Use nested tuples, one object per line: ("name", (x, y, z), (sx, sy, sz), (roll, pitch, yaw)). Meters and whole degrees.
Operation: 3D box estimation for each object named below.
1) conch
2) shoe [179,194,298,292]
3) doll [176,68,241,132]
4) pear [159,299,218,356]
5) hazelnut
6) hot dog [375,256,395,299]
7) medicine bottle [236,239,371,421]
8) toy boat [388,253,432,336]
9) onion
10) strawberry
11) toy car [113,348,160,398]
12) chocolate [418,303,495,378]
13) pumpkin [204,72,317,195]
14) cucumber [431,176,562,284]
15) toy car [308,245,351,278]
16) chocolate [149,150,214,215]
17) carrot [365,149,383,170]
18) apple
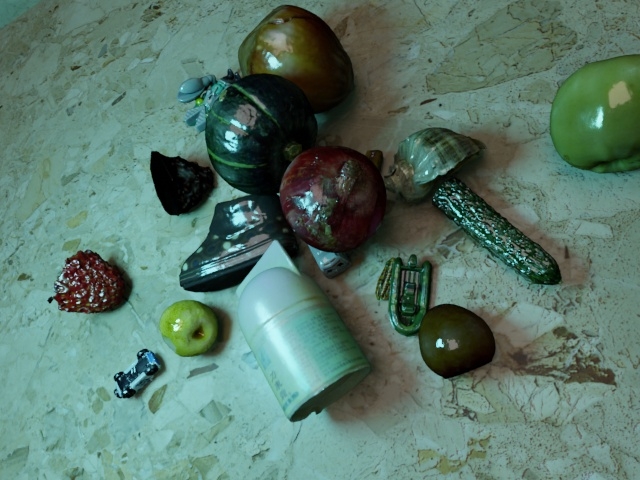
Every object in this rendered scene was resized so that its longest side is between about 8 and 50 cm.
("conch", (0.283, -0.219, 1.113), (0.291, 0.210, 0.159), (-35, 79, -7))
("shoe", (-0.268, -0.002, 1.281), (0.383, 0.171, 0.237), (-24, 72, 13))
("doll", (-0.405, -0.521, 1.529), (0.194, 0.153, 0.259), (3, 69, 10))
("pear", (-0.393, 0.256, 1.257), (0.177, 0.178, 0.178), (-7, 70, 21))
("hazelnut", (-0.070, -0.540, 1.308), (0.372, 0.315, 0.373), (12, 49, -15))
("hot dog", (0.179, 0.103, 1.134), (0.049, 0.037, 0.122), (14, 79, 22))
("medicine bottle", (-0.075, 0.217, 1.089), (0.235, 0.235, 0.406), (-39, 63, 6))
("toy boat", (0.228, 0.139, 1.088), (0.104, 0.052, 0.211), (8, 74, 6))
("onion", (0.035, -0.106, 1.061), (0.276, 0.276, 0.277), (-7, 70, 21))
("strawberry", (-0.757, 0.151, 1.430), (0.177, 0.234, 0.234), (13, 77, 5))
("toy car", (-0.571, 0.421, 1.323), (0.170, 0.070, 0.080), (-45, 62, 2))
("chocolate", (0.303, 0.221, 0.974), (0.176, 0.177, 0.177), (-7, 70, 21))
("pumpkin", (-0.153, -0.278, 1.139), (0.241, 0.323, 0.323), (36, 89, 31))
("cucumber", (0.432, -0.018, 1.040), (0.096, 0.096, 0.359), (-45, 64, 3))
("toy car", (0.000, 0.000, 1.204), (0.089, 0.108, 0.210), (-33, 63, 9))
("chocolate", (-0.460, -0.203, 1.474), (0.177, 0.206, 0.224), (-20, 69, -33))
("carrot", (0.127, -0.142, 1.224), (0.070, 0.070, 0.260), (11, 75, 26))
("apple", (0.657, -0.279, 0.944), (0.262, 0.262, 0.263), (-7, 70, 21))
